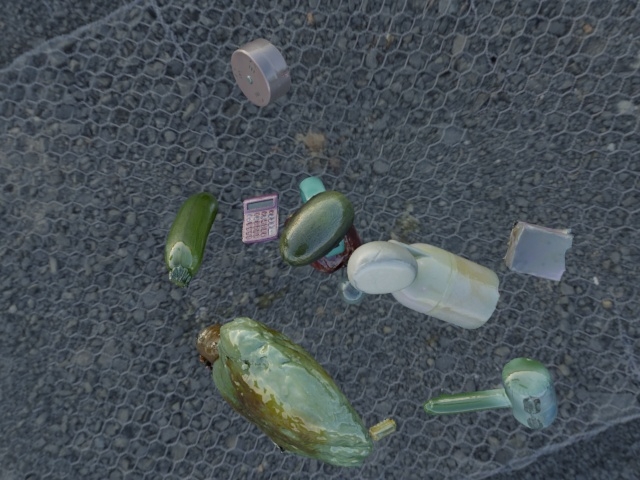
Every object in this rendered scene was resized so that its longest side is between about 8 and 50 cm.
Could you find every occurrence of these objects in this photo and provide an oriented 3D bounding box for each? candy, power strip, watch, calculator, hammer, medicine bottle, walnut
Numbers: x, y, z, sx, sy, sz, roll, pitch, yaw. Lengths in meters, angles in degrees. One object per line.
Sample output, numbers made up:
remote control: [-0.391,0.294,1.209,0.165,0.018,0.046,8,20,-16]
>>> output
candy: [0.739,0.028,1.684,0.195,0.137,0.185,15,100,9]
power strip: [-0.152,-0.419,1.236,0.078,0.154,0.154,-40,90,-24]
watch: [0.009,-0.052,1.262,0.068,0.237,0.195,-20,67,-4]
calculator: [-0.198,-0.074,1.645,0.126,0.034,0.191,-8,57,7]
hammer: [0.433,0.411,1.287,0.335,0.119,0.207,-13,127,19]
medicine bottle: [0.387,0.141,1.721,0.405,0.236,0.236,21,96,-14]
walnut: [0.000,0.000,1.736,0.243,0.221,0.269,-32,95,39]

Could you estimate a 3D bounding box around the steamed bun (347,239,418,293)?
steamed bun: [0.194,0.077,1.559,0.227,0.131,0.177,2,134,-15]

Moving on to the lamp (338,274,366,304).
lamp: [0.112,0.170,1.715,0.105,0.105,0.105,0,94,5]

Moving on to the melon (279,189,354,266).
melon: [-0.008,-0.020,0.876,0.162,0.099,0.099,-45,90,-9]

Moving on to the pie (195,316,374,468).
pie: [-0.047,0.204,0.648,0.105,0.274,0.257,-41,95,-27]

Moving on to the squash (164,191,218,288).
squash: [-0.223,-0.017,0.854,0.069,0.258,0.069,0,124,-1]

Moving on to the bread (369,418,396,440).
bread: [0.192,0.578,1.508,0.087,0.049,0.034,-23,116,-19]
